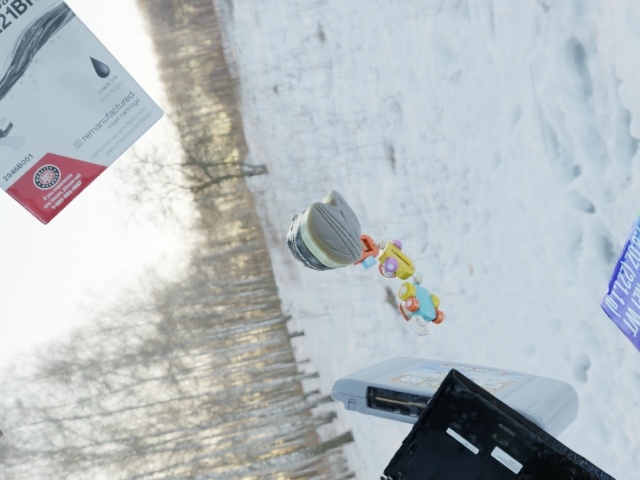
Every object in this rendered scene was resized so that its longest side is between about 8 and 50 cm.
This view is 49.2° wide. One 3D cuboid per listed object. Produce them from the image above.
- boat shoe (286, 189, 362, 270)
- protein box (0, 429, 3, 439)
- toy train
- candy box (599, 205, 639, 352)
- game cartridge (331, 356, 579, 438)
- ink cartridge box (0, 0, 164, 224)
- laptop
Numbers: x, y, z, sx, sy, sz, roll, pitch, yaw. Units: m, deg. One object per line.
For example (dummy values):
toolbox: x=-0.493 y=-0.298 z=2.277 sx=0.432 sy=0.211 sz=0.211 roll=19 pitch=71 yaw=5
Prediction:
boat shoe: x=0.000 y=0.000 z=0.539 sx=0.056 sy=0.049 sz=0.152 roll=52 pitch=-166 yaw=-2
protein box: x=-0.377 y=0.176 z=0.513 sx=0.136 sy=0.200 sz=0.201 roll=53 pitch=166 yaw=-5
toy train: x=0.087 y=0.055 z=0.904 sx=0.166 sy=0.046 sz=0.125 roll=55 pitch=-148 yaw=11
candy box: x=0.218 y=0.002 z=0.126 sx=0.317 sy=0.122 sz=0.268 roll=-111 pitch=25 yaw=-57
game cartridge: x=0.190 y=0.214 z=0.973 sx=0.198 sy=0.297 sz=0.062 roll=-10 pitch=-79 yaw=-57
ink cartridge box: x=-0.347 y=-0.185 z=0.785 sx=0.273 sy=0.197 sz=0.114 roll=50 pitch=171 yaw=-34
laptop: x=0.207 y=0.323 z=0.889 sx=0.264 sy=0.234 sz=0.136 roll=-60 pitch=-17 yaw=12
